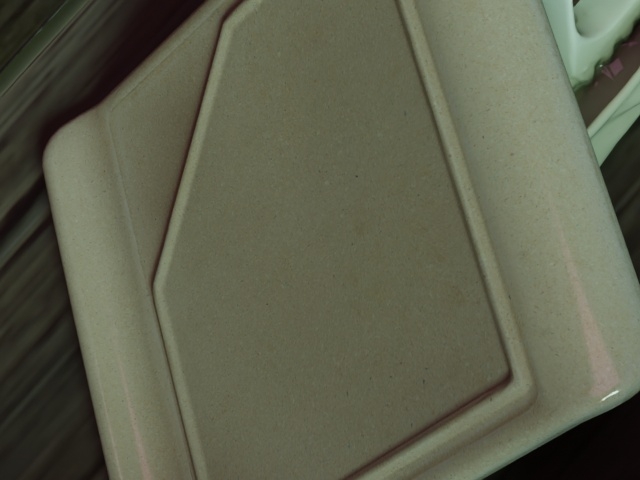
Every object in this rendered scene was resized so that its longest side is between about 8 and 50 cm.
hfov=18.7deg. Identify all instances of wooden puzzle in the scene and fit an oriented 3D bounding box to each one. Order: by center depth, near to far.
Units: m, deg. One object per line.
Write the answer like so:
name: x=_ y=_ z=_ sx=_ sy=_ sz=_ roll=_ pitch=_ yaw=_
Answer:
wooden puzzle: x=0.000 y=0.000 z=0.694 sx=0.239 sy=0.044 sz=0.221 roll=-34 pitch=61 yaw=38

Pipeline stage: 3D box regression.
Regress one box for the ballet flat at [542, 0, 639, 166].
ballet flat: x=0.079 y=-0.064 z=0.711 sx=0.248 sy=0.086 sz=0.086 roll=-47 pitch=65 yaw=-3
